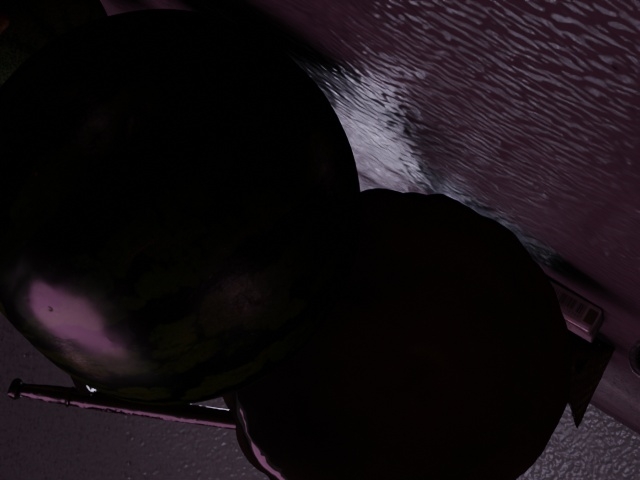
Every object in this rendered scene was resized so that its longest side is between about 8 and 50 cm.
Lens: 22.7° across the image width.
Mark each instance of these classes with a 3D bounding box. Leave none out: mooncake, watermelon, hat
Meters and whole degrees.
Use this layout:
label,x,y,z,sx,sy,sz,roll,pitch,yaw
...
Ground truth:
label,x,y,z,sx,sy,sz,roll,pitch,yaw
mooncake,0.052,0.094,1.340,0.290,0.290,0.161,33,179,-10
watermelon,-0.113,-0.025,1.131,0.285,0.285,0.285,33,178,1
hat,0.288,0.125,1.734,0.146,0.067,0.146,-17,-90,-82

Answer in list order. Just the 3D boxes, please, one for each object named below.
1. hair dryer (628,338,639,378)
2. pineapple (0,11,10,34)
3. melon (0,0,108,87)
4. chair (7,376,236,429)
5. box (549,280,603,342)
label,x,y,z,sx,sy,sz,roll,pitch,yaw
hair dryer,0.369,0.150,1.393,0.183,0.044,0.155,25,175,33
pineapple,-0.342,-0.207,1.274,0.114,0.186,0.236,16,-142,-49
melon,-0.293,-0.187,1.425,0.182,0.182,0.288,34,180,-38
chair,-0.126,0.047,1.844,0.410,0.362,0.364,21,159,8
box,0.180,0.033,1.529,0.198,0.029,0.109,31,177,14
